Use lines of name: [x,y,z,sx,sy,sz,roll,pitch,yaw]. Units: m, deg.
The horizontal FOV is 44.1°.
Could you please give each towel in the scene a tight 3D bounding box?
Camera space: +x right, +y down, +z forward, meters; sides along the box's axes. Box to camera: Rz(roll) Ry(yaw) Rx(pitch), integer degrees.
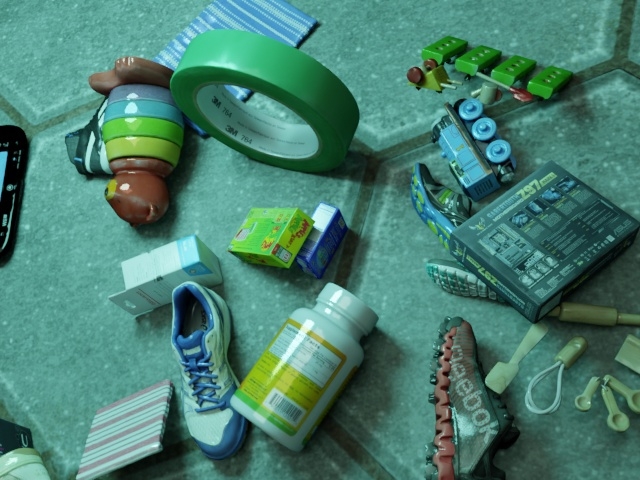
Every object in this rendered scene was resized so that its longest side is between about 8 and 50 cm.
towel: [-0.201,-0.389,1.620,0.243,0.040,0.336,39,82,27]
towel: [-0.310,0.309,1.278,0.144,0.029,0.197,-25,22,5]

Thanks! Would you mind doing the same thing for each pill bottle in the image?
pill bottle: [-0.018,0.193,1.239,0.136,0.136,0.245,31,78,27]

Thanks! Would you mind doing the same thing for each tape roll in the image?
tape roll: [-0.094,-0.230,1.351,0.321,0.321,0.077,14,70,23]

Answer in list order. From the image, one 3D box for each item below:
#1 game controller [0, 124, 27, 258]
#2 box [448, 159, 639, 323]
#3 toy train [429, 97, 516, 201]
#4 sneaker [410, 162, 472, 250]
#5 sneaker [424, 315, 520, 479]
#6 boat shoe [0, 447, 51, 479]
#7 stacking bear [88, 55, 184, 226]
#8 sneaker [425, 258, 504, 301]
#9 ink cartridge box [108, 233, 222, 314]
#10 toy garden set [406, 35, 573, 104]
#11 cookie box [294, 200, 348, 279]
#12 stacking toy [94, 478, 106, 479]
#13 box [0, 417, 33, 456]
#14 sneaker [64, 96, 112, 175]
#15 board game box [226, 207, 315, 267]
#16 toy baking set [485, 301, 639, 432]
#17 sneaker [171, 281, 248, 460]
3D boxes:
game controller: [-0.697,-0.097,1.627,0.166,0.067,0.319,-9,65,14]
box: [0.344,-0.004,1.222,0.233,0.059,0.183,-34,58,-21]
toy train: [0.258,-0.161,1.350,0.105,0.080,0.184,-31,61,9]
sneaker: [0.211,-0.057,1.332,0.078,0.067,0.188,-22,58,-17]
sneaker: [0.224,0.244,1.164,0.135,0.097,0.276,0,63,10]
boat shoe: [-0.529,0.430,1.149,0.302,0.109,0.098,-34,61,-11]
stacking bear: [-0.342,-0.173,1.495,0.175,0.164,0.289,-10,76,48]
sneaker: [0.255,0.049,1.272,0.166,0.065,0.076,12,55,18]
ink cartridge box: [-0.278,0.063,1.399,0.180,0.104,0.060,-21,62,7]
toy garden set: [0.283,-0.277,1.367,0.244,0.049,0.204,24,37,25]
cookie box: [0.000,0.000,1.348,0.040,0.092,0.107,24,75,21]
stacking toy: [-0.400,0.540,1.213,0.141,0.141,0.330,33,84,27]
box: [-0.566,0.446,1.290,0.165,0.143,0.270,-21,62,4]
sneaker: [-0.458,-0.237,1.607,0.121,0.079,0.217,-1,67,17]
board game box: [-0.088,-0.007,1.349,0.181,0.043,0.092,4,61,61]
toy baking set: [0.373,0.172,1.141,0.256,0.030,0.197,10,54,5]
sneaker: [-0.200,0.209,1.294,0.112,0.131,0.296,-19,63,7]
